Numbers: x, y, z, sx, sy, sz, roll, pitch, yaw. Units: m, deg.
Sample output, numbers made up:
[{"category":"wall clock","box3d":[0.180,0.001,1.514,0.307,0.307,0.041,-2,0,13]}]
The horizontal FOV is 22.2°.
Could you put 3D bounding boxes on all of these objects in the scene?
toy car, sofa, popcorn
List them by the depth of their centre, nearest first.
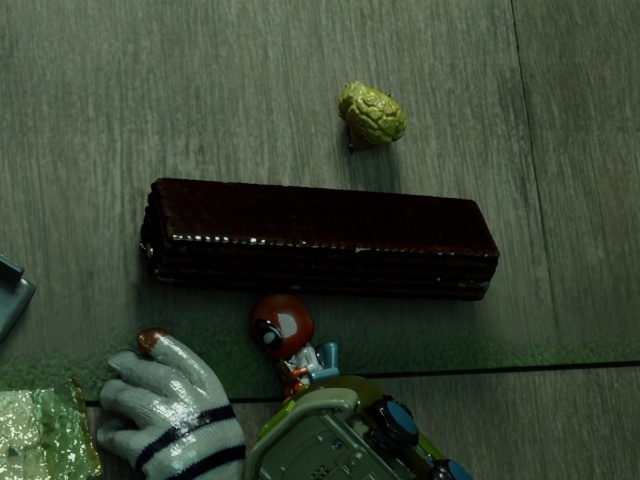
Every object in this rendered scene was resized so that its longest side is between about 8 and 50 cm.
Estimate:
[{"category":"sofa","box3d":[-0.352,0.080,1.628,0.085,0.060,0.147,34,65,-8]},{"category":"toy car","box3d":[0.052,0.247,1.662,0.248,0.198,0.204,45,107,-3]},{"category":"popcorn","box3d":[0.052,-0.132,1.839,0.084,0.084,0.084,6,72,-18]}]

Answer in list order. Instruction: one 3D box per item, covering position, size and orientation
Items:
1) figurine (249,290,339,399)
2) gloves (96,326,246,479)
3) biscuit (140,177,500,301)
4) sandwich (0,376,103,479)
[{"category":"figurine","box3d":[-0.027,0.113,1.731,0.075,0.068,0.140,-17,82,-21]},{"category":"gloves","box3d":[-0.143,0.193,1.636,0.140,0.131,0.218,-9,87,-25]},{"category":"biscuit","box3d":[0.000,0.000,1.750,0.388,0.073,0.107,3,39,-18]},{"category":"sandwich","box3d":[-0.269,0.252,1.538,0.108,0.186,0.220,-6,77,-19]}]
